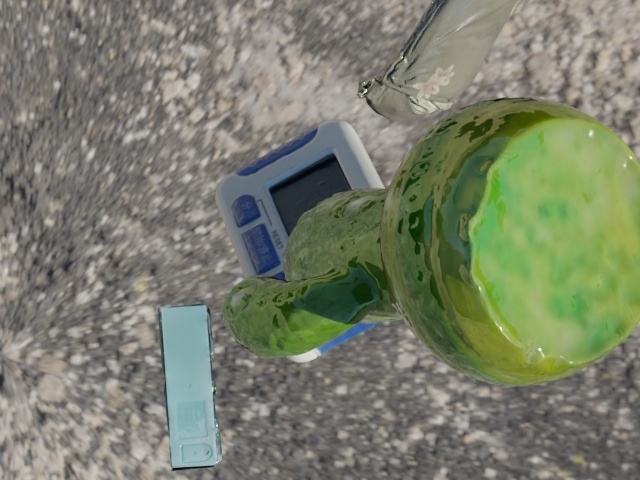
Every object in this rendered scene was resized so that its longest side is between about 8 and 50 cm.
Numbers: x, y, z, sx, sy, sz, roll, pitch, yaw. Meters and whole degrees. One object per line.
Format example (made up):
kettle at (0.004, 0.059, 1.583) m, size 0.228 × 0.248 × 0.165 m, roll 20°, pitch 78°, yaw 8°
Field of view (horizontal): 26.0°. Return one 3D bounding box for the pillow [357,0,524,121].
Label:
pillow at (0.144, -0.217, 1.342) m, size 0.059 × 0.169 × 0.255 m, roll 44°, pitch 110°, yaw 23°

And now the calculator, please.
calculator at (-0.136, 0.153, 1.450) m, size 0.057 × 0.018 × 0.172 m, roll -4°, pitch 84°, yaw -13°

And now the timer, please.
timer at (0.000, 0.000, 1.500) m, size 0.178 × 0.078 × 0.253 m, roll -28°, pitch 50°, yaw 6°

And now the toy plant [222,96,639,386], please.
toy plant at (0.070, 0.001, 0.979) m, size 0.224 × 0.316 × 0.184 m, roll -43°, pitch 111°, yaw -29°
